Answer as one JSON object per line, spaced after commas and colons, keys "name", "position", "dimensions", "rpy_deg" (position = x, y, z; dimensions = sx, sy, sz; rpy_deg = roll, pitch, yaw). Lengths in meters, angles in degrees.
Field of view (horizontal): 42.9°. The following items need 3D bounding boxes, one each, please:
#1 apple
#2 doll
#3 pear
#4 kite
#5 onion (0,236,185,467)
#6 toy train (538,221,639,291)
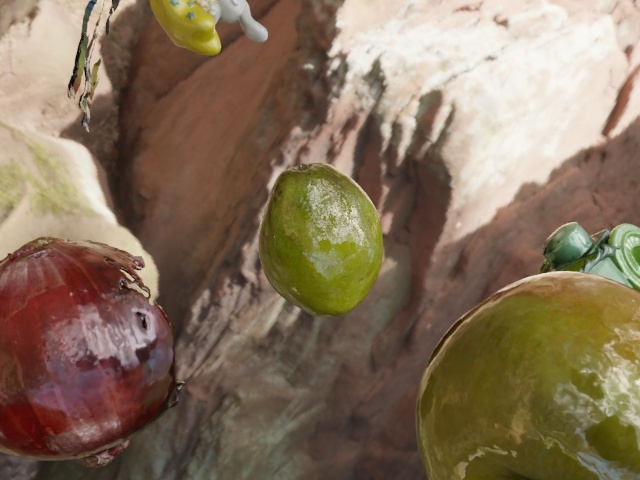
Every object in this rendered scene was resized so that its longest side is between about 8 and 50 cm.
{"name": "apple", "position": [0.192, 0.151, 0.615], "dimensions": [0.194, 0.261, 0.261], "rpy_deg": [-40, 152, -43]}
{"name": "doll", "position": [-0.122, -0.257, 0.919], "dimensions": [0.071, 0.135, 0.113], "rpy_deg": [122, -12, -59]}
{"name": "pear", "position": [0.000, 0.000, 1.363], "dimensions": [0.212, 0.212, 0.269], "rpy_deg": [-27, 107, -45]}
{"name": "kite", "position": [-0.196, -0.239, 0.751], "dimensions": [0.152, 0.015, 0.285], "rpy_deg": [108, -11, -71]}
{"name": "onion", "position": [-0.359, 0.150, 1.120], "dimensions": [0.341, 0.341, 0.341], "rpy_deg": [-41, 152, -27]}
{"name": "toy train", "position": [0.346, 0.108, 0.945], "dimensions": [0.188, 0.271, 0.159], "rpy_deg": [-43, -176, -37]}
